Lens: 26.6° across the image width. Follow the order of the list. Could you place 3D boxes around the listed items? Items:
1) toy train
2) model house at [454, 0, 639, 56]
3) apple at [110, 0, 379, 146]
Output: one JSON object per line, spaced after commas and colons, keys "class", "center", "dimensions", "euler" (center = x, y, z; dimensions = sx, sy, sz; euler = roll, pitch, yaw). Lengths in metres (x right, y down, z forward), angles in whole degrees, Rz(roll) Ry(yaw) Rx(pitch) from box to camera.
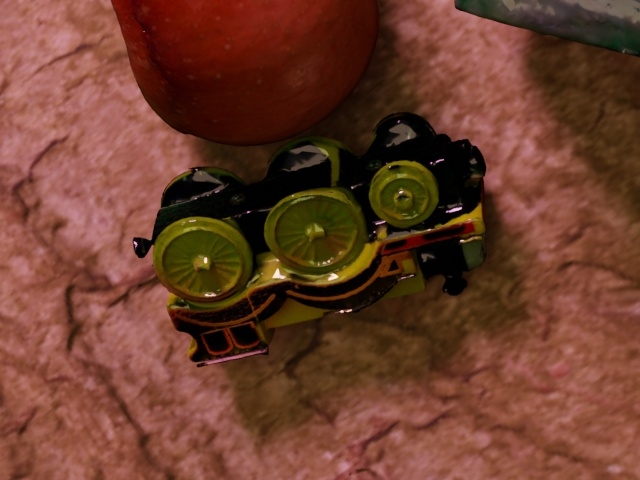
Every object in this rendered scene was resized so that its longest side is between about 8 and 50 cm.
{"class": "toy train", "center": [0.000, 0.000, 1.111], "dimensions": [0.296, 0.100, 0.161], "euler": [-14, 121, 13]}
{"class": "model house", "center": [0.268, -0.266, 0.945], "dimensions": [0.312, 0.245, 0.280], "euler": [15, 103, 12]}
{"class": "apple", "center": [-0.068, -0.213, 1.068], "dimensions": [0.206, 0.251, 0.272], "euler": [-17, 73, 1]}
